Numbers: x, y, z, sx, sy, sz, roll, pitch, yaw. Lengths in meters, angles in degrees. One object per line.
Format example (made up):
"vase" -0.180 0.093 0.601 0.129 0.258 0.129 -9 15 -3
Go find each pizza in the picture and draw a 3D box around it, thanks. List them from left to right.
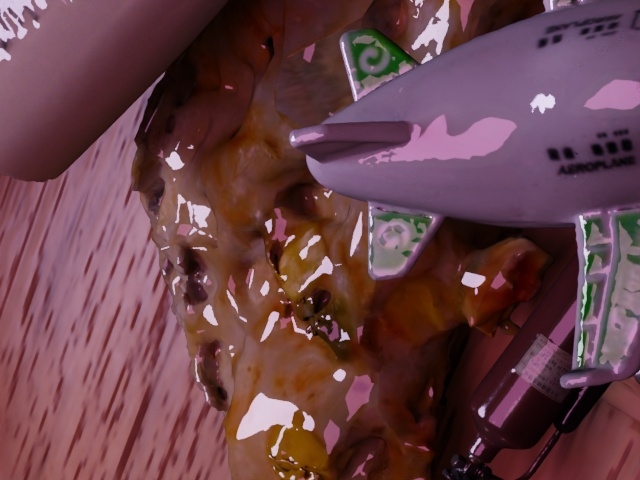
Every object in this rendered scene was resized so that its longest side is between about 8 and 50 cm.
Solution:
"pizza" 0.000 0.000 0.686 0.189 0.071 0.297 19 105 30

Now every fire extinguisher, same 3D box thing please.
"fire extinguisher" 0.097 0.026 0.630 0.035 0.049 0.173 39 101 19

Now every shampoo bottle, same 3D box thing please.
"shampoo bottle" -0.057 -0.138 0.645 0.257 0.078 0.127 -51 48 29

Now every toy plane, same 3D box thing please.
"toy plane" 0.079 -0.040 0.572 0.174 0.080 0.174 -2 83 14

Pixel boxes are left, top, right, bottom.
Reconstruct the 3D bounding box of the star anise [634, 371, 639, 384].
"star anise" 0.211 0.095 0.546 0.262 0.081 0.230 37 105 38
